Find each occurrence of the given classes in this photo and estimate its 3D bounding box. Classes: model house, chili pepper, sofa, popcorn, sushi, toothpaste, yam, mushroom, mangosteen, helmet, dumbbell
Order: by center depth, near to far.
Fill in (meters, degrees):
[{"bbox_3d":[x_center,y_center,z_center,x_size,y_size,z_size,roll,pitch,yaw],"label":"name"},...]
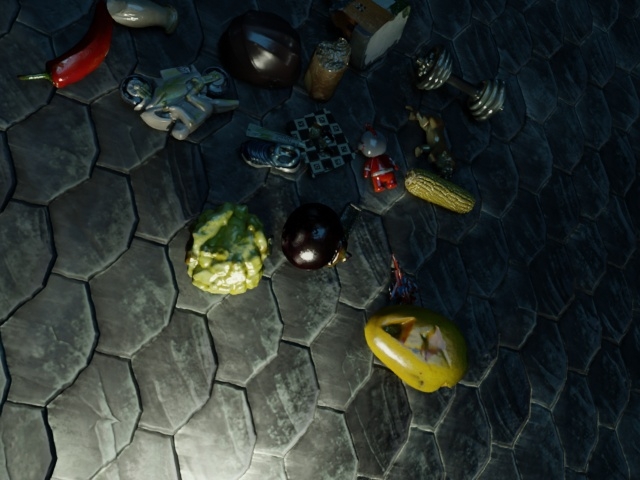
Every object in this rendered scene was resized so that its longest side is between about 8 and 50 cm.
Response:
[{"bbox_3d":[-0.261,0.015,1.553,0.237,0.293,0.293,10,73,-2],"label":"popcorn"},{"bbox_3d":[-0.697,-0.553,1.593,0.137,0.092,0.368,27,60,4],"label":"chili pepper"},{"bbox_3d":[-0.545,-0.698,1.681,0.212,0.088,0.097,-6,48,-33],"label":"mushroom"},{"bbox_3d":[0.000,0.000,1.703,0.250,0.211,0.211,25,69,-29],"label":"mangosteen"},{"bbox_3d":[-0.144,-0.335,1.786,0.197,0.029,0.048,16,74,-2],"label":"toothpaste"},{"bbox_3d":[-0.170,-0.638,1.787,0.305,0.177,0.225,2,75,-22],"label":"helmet"},{"bbox_3d":[0.019,-0.566,1.825,0.129,0.238,0.128,39,72,-4],"label":"yam"},{"bbox_3d":[0.093,-0.070,1.842,0.060,0.039,0.118,35,66,-12],"label":"sofa"},{"bbox_3d":[-0.004,-0.328,1.859,0.193,0.040,0.210,-26,84,-25],"label":"sushi"},{"bbox_3d":[0.132,-0.810,1.983,0.301,0.190,0.271,43,68,8],"label":"model house"},{"bbox_3d":[0.533,-0.595,2.084,0.406,0.179,0.179,24,69,-17],"label":"dumbbell"}]

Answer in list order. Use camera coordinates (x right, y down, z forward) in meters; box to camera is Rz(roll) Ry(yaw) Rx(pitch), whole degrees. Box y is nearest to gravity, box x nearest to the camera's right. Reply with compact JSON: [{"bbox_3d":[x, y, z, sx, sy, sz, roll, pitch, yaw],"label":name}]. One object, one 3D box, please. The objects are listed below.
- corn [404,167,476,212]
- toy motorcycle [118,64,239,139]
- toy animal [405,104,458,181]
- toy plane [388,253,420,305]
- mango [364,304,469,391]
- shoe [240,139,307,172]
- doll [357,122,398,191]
[{"bbox_3d":[0.435,-0.175,1.990,0.293,0.106,0.106,23,69,-21],"label":"corn"},{"bbox_3d":[-0.417,-0.418,1.661,0.341,0.108,0.223,-18,85,-25],"label":"toy motorcycle"},{"bbox_3d":[0.427,-0.369,2.042,0.157,0.097,0.312,-1,75,-36],"label":"toy animal"},{"bbox_3d":[0.272,0.137,1.861,0.130,0.061,0.189,-16,80,-25],"label":"toy plane"},{"bbox_3d":[0.310,0.341,1.775,0.365,0.182,0.253,24,71,-6],"label":"mango"},{"bbox_3d":[-0.152,-0.280,1.748,0.207,0.106,0.091,9,73,-16],"label":"shoe"},{"bbox_3d":[0.197,-0.295,1.923,0.142,0.076,0.245,-19,90,-27],"label":"doll"}]
